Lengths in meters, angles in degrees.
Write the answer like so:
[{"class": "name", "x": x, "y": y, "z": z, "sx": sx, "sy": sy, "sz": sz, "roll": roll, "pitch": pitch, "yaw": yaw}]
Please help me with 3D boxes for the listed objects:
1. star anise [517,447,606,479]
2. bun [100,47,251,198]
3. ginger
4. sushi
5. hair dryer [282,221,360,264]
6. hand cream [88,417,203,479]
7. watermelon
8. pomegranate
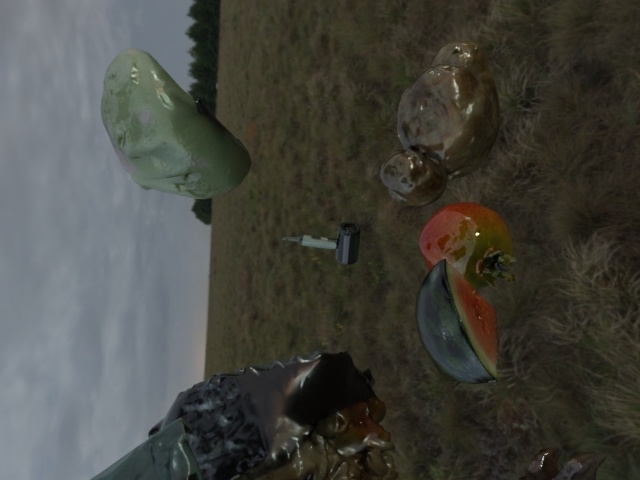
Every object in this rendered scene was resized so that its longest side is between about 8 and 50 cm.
[{"class": "star anise", "x": 0.161, "y": 0.207, "z": 0.288, "sx": 0.140, "sy": 0.042, "sz": 0.141, "roll": -63, "pitch": 2, "yaw": 4}, {"class": "bun", "x": -0.274, "y": -0.176, "z": 0.736, "sx": 0.187, "sy": 0.293, "sz": 0.293, "roll": -46, "pitch": 18, "yaw": -2}, {"class": "ginger", "x": 0.200, "y": -0.186, "z": 0.680, "sx": 0.304, "sy": 0.155, "sz": 0.244, "roll": -38, "pitch": -35, "yaw": -46}, {"class": "sushi", "x": -0.029, "y": 0.226, "z": 0.374, "sx": 0.225, "sy": 0.239, "sz": 0.218, "roll": -33, "pitch": 63, "yaw": 29}, {"class": "hair dryer", "x": 0.000, "y": 0.000, "z": 1.039, "sx": 0.057, "sy": 0.198, "sz": 0.100, "roll": -75, "pitch": -13, "yaw": -55}, {"class": "hand cream", "x": -0.064, "y": 0.232, "z": 0.217, "sx": 0.247, "sy": 0.076, "sz": 0.052, "roll": 58, "pitch": 160, "yaw": 28}, {"class": "watermelon", "x": 0.201, "y": 0.144, "z": 0.676, "sx": 0.145, "sy": 0.137, "sz": 0.192, "roll": -35, "pitch": 59, "yaw": 41}, {"class": "pomegranate", "x": 0.361, "y": 0.022, "z": 0.998, "sx": 0.256, "sy": 0.221, "sz": 0.220, "roll": -128, "pitch": 41, "yaw": -54}]
